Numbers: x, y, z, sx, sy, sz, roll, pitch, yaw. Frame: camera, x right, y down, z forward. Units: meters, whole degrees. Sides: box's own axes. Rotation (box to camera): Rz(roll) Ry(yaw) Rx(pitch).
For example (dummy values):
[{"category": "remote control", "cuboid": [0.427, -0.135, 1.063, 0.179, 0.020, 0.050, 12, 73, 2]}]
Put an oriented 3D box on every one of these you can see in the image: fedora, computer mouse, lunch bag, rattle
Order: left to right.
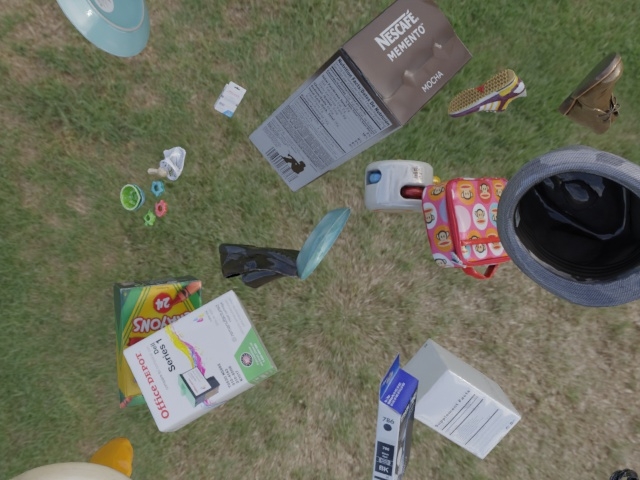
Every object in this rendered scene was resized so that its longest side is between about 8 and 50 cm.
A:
[{"category": "rattle", "cuboid": [-0.241, 0.188, 0.494, 0.199, 0.143, 0.130, 28, 125, -30]}, {"category": "lunch bag", "cuboid": [0.396, -0.028, 1.540, 0.293, 0.120, 0.259, -5, 85, -40]}, {"category": "fedora", "cuboid": [0.406, -0.040, 0.920, 0.275, 0.243, 0.124, 39, 42, -9]}, {"category": "computer mouse", "cuboid": [0.506, 0.419, 0.971, 0.242, 0.041, 0.071, 41, 65, -36]}]

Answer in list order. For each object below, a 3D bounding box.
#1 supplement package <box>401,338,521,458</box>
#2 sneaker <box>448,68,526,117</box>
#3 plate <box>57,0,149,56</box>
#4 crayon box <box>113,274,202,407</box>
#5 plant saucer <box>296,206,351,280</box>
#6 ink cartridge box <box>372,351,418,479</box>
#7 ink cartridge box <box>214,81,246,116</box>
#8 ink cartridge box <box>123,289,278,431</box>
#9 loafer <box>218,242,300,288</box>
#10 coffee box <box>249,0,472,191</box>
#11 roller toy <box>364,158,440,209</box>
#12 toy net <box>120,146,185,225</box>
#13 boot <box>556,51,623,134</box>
[{"category": "supplement package", "cuboid": [0.388, 0.454, 1.728, 0.292, 0.177, 0.175, 35, 102, -18]}, {"category": "sneaker", "cuboid": [0.395, -0.328, 1.427, 0.083, 0.185, 0.070, 35, 51, -34]}, {"category": "plate", "cuboid": [-0.298, -0.349, 0.831, 0.024, 0.188, 0.188, -15, 82, 25]}, {"category": "crayon box", "cuboid": [-0.398, 0.258, 1.492, 0.202, 0.081, 0.319, -6, 100, -31]}, {"category": "plant saucer", "cuboid": [0.000, 0.000, 0.813, 0.021, 0.119, 0.119, 34, 85, 8]}, {"category": "ink cartridge box", "cuboid": [0.189, 0.467, 1.508, 0.065, 0.165, 0.333, 10, 113, 22]}, {"category": "ink cartridge box", "cuboid": [-0.230, -0.363, 1.527, 0.048, 0.028, 0.083, 26, 115, -25]}, {"category": "ink cartridge box", "cuboid": [-0.267, 0.272, 1.348, 0.278, 0.117, 0.201, -29, 75, -6]}, {"category": "loafer", "cuboid": [-0.103, 0.051, 1.105, 0.220, 0.080, 0.079, 6, 92, 44]}, {"category": "coffee box", "cuboid": [0.042, -0.196, 0.835, 0.119, 0.297, 0.168, 50, 61, -10]}, {"category": "roller toy", "cuboid": [0.223, -0.156, 1.685, 0.209, 0.191, 0.147, 1, 89, 20]}, {"category": "toy net", "cuboid": [-0.419, -0.142, 1.537, 0.232, 0.045, 0.122, -43, 73, 26]}, {"category": "boot", "cuboid": [0.597, -0.304, 1.268, 0.112, 0.305, 0.115, -45, 80, 7]}]
